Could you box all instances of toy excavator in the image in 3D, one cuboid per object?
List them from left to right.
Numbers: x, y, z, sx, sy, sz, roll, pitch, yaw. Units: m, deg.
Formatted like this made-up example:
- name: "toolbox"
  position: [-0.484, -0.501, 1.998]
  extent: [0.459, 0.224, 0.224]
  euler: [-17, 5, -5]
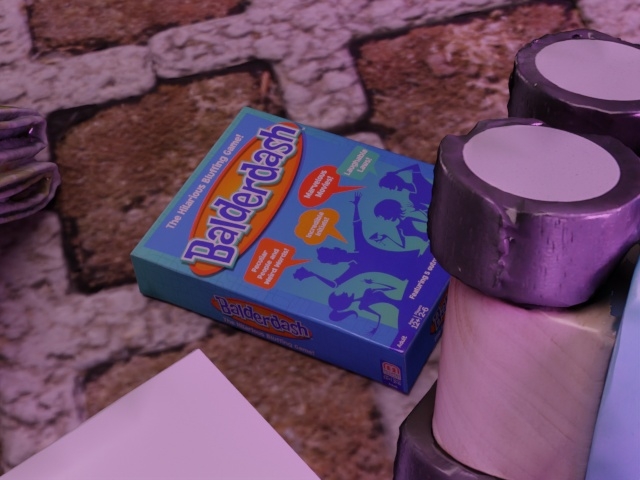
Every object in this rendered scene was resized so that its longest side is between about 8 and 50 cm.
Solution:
- name: "toy excavator"
  position: [0.310, 0.035, 0.887]
  extent: [0.445, 0.222, 0.433]
  euler: [16, 32, 16]

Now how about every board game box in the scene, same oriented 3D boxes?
- name: "board game box"
  position: [0.000, 0.000, 1.066]
  extent: [0.210, 0.047, 0.160]
  euler: [18, 54, 22]

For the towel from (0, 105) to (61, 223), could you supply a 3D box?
- name: "towel"
  position: [-0.393, -0.055, 1.022]
  extent: [0.374, 0.320, 0.090]
  euler: [4, 95, 9]

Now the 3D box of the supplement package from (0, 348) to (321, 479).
- name: "supplement package"
  position: [-0.085, 0.207, 0.794]
  extent: [0.194, 0.203, 0.149]
  euler: [-32, 53, -20]
